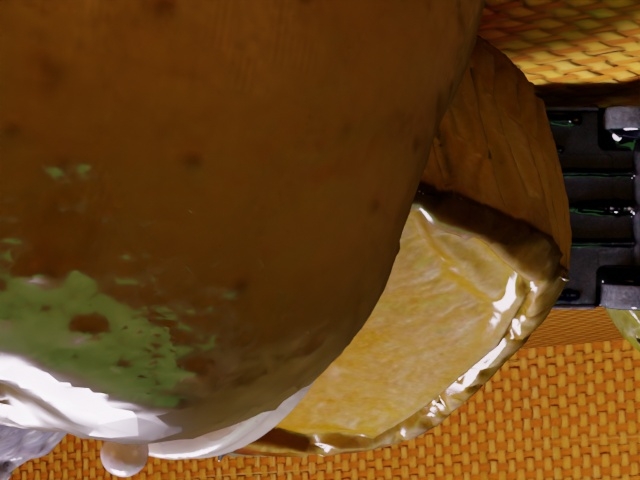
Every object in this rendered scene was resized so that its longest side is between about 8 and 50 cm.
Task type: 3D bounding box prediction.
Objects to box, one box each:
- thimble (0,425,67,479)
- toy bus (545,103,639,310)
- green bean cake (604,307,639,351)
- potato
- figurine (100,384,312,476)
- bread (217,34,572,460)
[{"bbox_3d":[-0.239,0.027,1.039,0.205,0.236,0.172,-35,165,16],"label":"thimble"},{"bbox_3d":[0.092,-0.021,1.190,0.292,0.125,0.133,0,-178,-3],"label":"toy bus"},{"bbox_3d":[0.293,0.035,1.304,0.236,0.233,0.124,9,122,-53],"label":"green bean cake"},{"bbox_3d":[-0.083,-0.059,0.503,0.285,0.242,0.242,10,167,-24],"label":"potato"},{"bbox_3d":[-0.051,-0.018,0.809,0.162,0.237,0.141,-12,161,36],"label":"figurine"},{"bbox_3d":[0.000,0.000,0.996,0.227,0.142,0.253,12,144,-29],"label":"bread"}]
